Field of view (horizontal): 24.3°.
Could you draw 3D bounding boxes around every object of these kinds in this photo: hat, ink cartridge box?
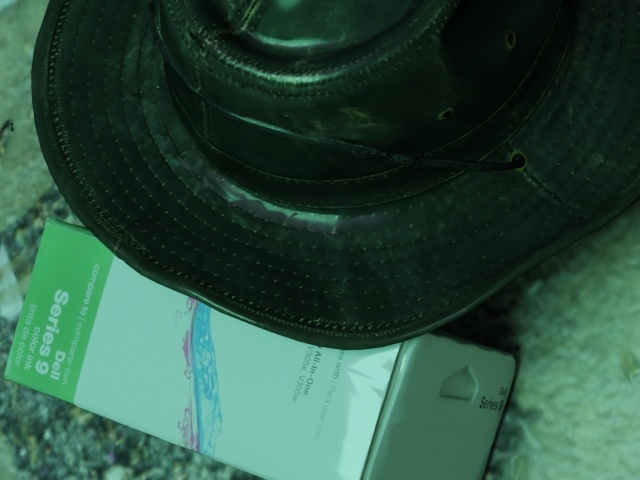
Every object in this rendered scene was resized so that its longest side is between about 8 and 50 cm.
[{"bbox_3d":[0.020,-0.125,0.669,0.331,0.134,0.331,-2,62,3],"label":"hat"},{"bbox_3d":[-0.027,0.065,0.763,0.212,0.154,0.093,14,88,27],"label":"ink cartridge box"}]

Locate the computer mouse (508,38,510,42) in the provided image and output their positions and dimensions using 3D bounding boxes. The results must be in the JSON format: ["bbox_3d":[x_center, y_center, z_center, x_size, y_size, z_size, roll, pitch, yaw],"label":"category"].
[{"bbox_3d":[-0.004,-0.074,0.802,0.262,0.060,0.184,19,121,10],"label":"computer mouse"}]
